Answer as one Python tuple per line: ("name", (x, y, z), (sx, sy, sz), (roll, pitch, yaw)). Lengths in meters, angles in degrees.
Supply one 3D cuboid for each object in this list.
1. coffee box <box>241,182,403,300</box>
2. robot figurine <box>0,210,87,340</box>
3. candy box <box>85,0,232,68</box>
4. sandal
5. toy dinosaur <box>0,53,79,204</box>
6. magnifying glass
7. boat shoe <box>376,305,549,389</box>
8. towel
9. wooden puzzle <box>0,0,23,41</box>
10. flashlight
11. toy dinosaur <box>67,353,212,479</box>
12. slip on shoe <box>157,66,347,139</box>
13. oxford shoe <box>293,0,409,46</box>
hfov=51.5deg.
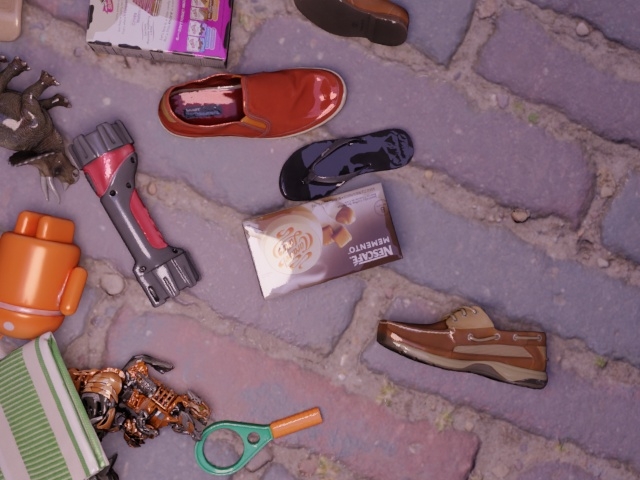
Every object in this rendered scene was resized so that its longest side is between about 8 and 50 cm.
("coffee box", (0.000, 0.000, 1.149), (0.246, 0.098, 0.141), (-15, 92, -6))
("robot figurine", (-0.466, 0.066, 1.078), (0.158, 0.128, 0.220), (14, 88, -19))
("candy box", (-0.269, -0.391, 1.132), (0.233, 0.071, 0.159), (6, 89, -7))
("sandal", (0.044, -0.144, 1.176), (0.254, 0.054, 0.097), (-21, 92, -7))
("toy dinosaur", (-0.519, -0.215, 1.079), (0.313, 0.121, 0.160), (34, 73, -10))
("magnifying glass", (-0.109, 0.346, 1.172), (0.230, 0.026, 0.092), (-18, 92, -7))
("boat shoe", (0.258, 0.176, 1.179), (0.323, 0.122, 0.120), (15, 83, -15))
("towel", (-0.485, 0.322, 1.030), (0.324, 0.038, 0.248), (-37, 72, 19))
("wooden puzzle", (-0.641, -0.515, 1.090), (0.321, 0.080, 0.348), (5, 94, -6))
("flashlight", (-0.305, -0.048, 1.119), (0.103, 0.103, 0.304), (-27, 97, 20))
("toy dinosaur", (-0.355, 0.290, 1.106), (0.321, 0.164, 0.219), (11, 74, 13))
("slip on shoe", (-0.113, -0.237, 1.136), (0.331, 0.101, 0.123), (-7, 89, -8))
("oxford shoe", (0.057, -0.412, 1.183), (0.212, 0.076, 0.076), (17, 58, -4))
